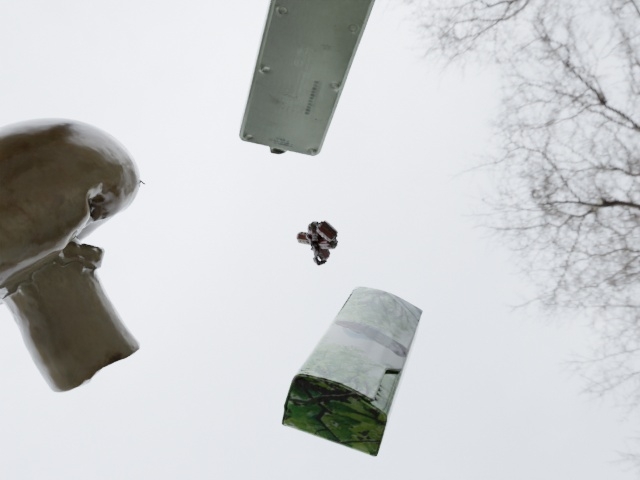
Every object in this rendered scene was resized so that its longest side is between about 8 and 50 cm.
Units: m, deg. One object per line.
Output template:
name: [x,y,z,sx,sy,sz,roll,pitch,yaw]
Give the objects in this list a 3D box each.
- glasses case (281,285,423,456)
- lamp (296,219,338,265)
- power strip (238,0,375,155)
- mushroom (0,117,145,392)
glasses case: [0.046,0.121,0.737,0.095,0.272,0.062,16,-73,10]
lamp: [0.000,0.000,1.027,0.063,0.083,0.031,41,-124,-4]
power strip: [-0.006,-0.231,0.741,0.106,0.367,0.043,11,-129,-11]
mushroom: [-0.307,0.017,0.796,0.292,0.292,0.290,-39,-82,-17]
